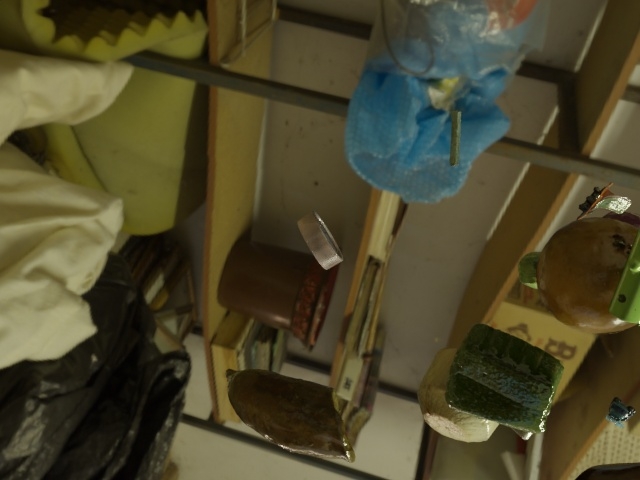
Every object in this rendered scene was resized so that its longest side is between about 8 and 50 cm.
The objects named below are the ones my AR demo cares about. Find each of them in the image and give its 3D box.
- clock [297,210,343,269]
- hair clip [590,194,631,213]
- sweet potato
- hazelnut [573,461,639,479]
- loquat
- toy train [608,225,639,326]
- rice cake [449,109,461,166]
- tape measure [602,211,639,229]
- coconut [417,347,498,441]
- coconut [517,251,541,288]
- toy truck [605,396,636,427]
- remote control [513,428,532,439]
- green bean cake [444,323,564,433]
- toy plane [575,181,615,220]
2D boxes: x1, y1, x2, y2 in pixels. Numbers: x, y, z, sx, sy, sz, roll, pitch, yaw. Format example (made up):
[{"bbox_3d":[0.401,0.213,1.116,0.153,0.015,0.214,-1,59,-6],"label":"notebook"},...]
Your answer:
[{"bbox_3d":[0.000,0.000,2.081,0.197,0.068,0.197,57,7,-11],"label":"clock"},{"bbox_3d":[0.767,-0.095,1.621,0.054,0.137,0.022,-56,-136,41],"label":"hair clip"},{"bbox_3d":[-0.082,0.375,1.354,0.158,0.370,0.157,-31,126,-56],"label":"sweet potato"},{"bbox_3d":[0.545,0.527,0.994,0.366,0.366,0.365,15,90,-82],"label":"hazelnut"},{"bbox_3d":[0.611,0.080,1.342,0.263,0.263,0.263,15,90,-82],"label":"loquat"},{"bbox_3d":[0.599,0.037,1.087,0.105,0.157,0.253,40,-52,50],"label":"toy train"},{"bbox_3d":[0.292,-0.222,1.330,0.022,0.022,0.121,-17,110,-52],"label":"rice cake"},{"bbox_3d":[0.863,0.040,1.765,0.245,0.231,0.149,-55,-145,-4],"label":"tape measure"},{"bbox_3d":[0.487,0.489,2.015,0.329,0.329,0.328,15,90,-82],"label":"coconut"},{"bbox_3d":[0.530,0.077,1.506,0.088,0.088,0.096,-48,120,-74],"label":"coconut"},{"bbox_3d":[0.896,0.516,1.825,0.136,0.063,0.074,29,95,-48],"label":"toy truck"},{"bbox_3d":[0.511,0.431,1.770,0.109,0.055,0.313,-52,-145,3],"label":"remote control"},{"bbox_3d":[0.434,0.334,1.448,0.125,0.248,0.222,-38,144,-50],"label":"green bean cake"},{"bbox_3d":[0.857,-0.121,1.938,0.188,0.062,0.135,-27,155,-19],"label":"toy plane"}]
